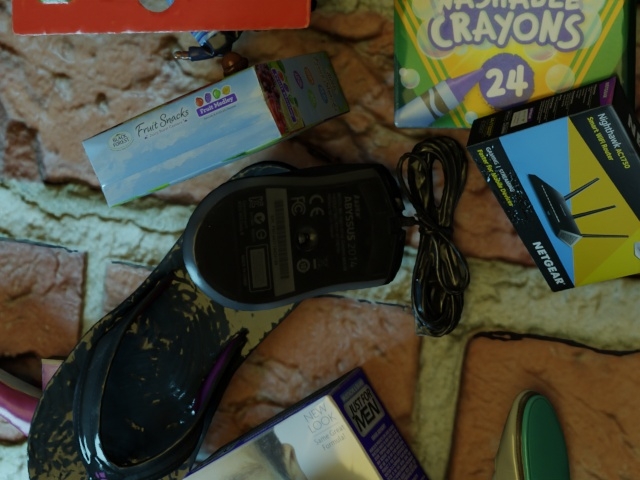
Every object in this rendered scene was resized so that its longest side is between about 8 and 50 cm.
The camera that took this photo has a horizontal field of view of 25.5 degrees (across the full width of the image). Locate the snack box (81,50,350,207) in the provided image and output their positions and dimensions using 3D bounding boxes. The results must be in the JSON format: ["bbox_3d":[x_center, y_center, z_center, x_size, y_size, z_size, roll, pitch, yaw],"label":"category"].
[{"bbox_3d":[-0.087,-0.103,1.264,0.174,0.207,0.070,-21,93,19],"label":"snack box"}]

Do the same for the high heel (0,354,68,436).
[{"bbox_3d":[-0.348,0.176,1.467,0.244,0.082,0.117,2,91,5],"label":"high heel"}]

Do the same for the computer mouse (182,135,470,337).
[{"bbox_3d":[0.000,0.000,1.285,0.272,0.072,0.189,-3,98,-21],"label":"computer mouse"}]

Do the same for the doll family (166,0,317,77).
[{"bbox_3d":[-0.059,-0.231,1.307,0.193,0.076,0.111,-35,92,25],"label":"doll family"}]

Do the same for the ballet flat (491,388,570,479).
[{"bbox_3d":[0.198,0.260,1.312,0.086,0.086,0.249,-15,96,20],"label":"ballet flat"}]

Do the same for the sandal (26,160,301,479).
[{"bbox_3d":[-0.150,0.116,1.348,0.167,0.107,0.446,34,102,-2],"label":"sandal"}]

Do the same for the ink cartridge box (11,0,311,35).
[{"bbox_3d":[-0.165,-0.375,1.231,0.308,0.091,0.385,2,98,19],"label":"ink cartridge box"}]

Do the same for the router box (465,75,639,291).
[{"bbox_3d":[0.224,-0.044,1.208,0.133,0.046,0.179,-16,125,30],"label":"router box"}]

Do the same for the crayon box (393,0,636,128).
[{"bbox_3d":[0.168,-0.259,1.221,0.203,0.083,0.323,2,100,17],"label":"crayon box"}]

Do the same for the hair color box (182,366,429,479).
[{"bbox_3d":[0.040,0.316,1.354,0.185,0.110,0.339,-33,87,21],"label":"hair color box"}]
